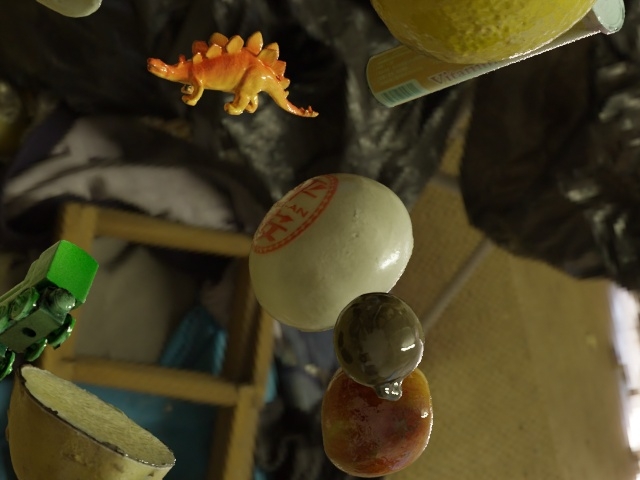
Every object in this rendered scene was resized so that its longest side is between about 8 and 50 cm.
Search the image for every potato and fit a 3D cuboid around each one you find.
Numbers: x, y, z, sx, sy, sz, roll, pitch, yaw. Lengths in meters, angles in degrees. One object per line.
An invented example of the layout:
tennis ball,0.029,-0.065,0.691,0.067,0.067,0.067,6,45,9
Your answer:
potato,-0.268,0.232,1.515,0.117,0.202,0.182,-60,175,4

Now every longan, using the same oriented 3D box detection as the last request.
longan,0.063,0.114,1.496,0.106,0.106,0.119,-14,95,-64

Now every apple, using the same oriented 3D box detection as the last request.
apple,0.087,0.276,2.209,0.160,0.173,0.195,-135,-138,-85

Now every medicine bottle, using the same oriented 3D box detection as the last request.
medicine bottle,0.256,-0.310,2.178,0.108,0.426,0.108,20,63,-45

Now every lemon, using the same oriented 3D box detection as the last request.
lemon,0.213,-0.391,1.819,0.348,0.348,0.348,39,44,-51

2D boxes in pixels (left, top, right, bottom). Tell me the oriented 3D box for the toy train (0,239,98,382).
toy train,-0.361,0.096,1.643,0.085,0.251,0.119,39,43,-25

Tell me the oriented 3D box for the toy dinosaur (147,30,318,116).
toy dinosaur,-0.110,-0.238,1.987,0.288,0.070,0.117,8,111,-30

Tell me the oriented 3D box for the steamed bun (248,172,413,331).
steamed bun,0.000,0.000,1.840,0.145,0.232,0.232,51,35,-28

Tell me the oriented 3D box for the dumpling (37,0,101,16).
dumpling,-0.393,-0.472,1.930,0.187,0.243,0.318,-31,125,-82
